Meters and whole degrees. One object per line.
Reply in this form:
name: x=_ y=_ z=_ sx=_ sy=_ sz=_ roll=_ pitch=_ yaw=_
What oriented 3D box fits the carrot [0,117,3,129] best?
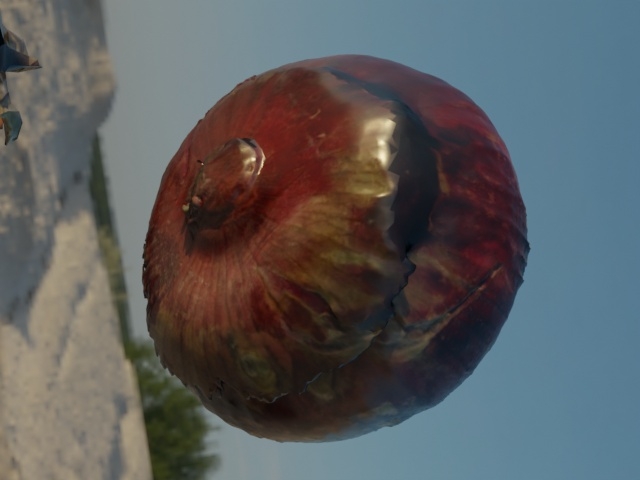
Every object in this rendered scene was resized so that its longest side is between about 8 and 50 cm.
carrot: x=-0.363 y=-0.053 z=1.167 sx=0.254 sy=0.196 sz=0.196 roll=-35 pitch=-121 yaw=43

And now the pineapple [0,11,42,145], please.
pineapple: x=-0.291 y=-0.083 z=0.421 sx=0.352 sy=0.300 sz=0.352 roll=47 pitch=-14 yaw=15

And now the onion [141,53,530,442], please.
onion: x=0.000 y=0.000 z=0.855 sx=0.190 sy=0.246 sz=0.246 roll=38 pitch=28 yaw=-46
